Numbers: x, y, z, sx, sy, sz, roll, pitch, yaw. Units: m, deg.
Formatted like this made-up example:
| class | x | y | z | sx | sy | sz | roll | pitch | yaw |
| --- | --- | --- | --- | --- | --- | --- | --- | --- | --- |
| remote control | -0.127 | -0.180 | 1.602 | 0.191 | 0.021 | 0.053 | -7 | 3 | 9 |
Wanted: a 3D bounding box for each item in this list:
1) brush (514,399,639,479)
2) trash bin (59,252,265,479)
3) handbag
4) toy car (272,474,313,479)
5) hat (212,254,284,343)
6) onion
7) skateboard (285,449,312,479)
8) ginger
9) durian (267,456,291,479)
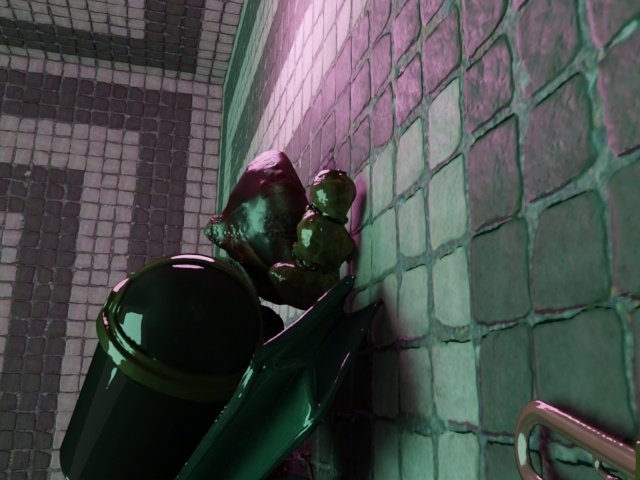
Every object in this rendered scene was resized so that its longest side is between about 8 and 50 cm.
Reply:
| class | x | y | z | sx | sy | sz | roll | pitch | yaw |
| --- | --- | --- | --- | --- | --- | --- | --- | --- | --- |
| brush | 0.158 | 0.140 | 0.298 | 0.233 | 0.047 | 0.103 | -166 | 81 | -75 |
| trash bin | -0.203 | 0.171 | 0.773 | 0.334 | 0.214 | 0.214 | -59 | 23 | 17 |
| handbag | -0.056 | 0.207 | 0.712 | 0.327 | 0.089 | 0.238 | -58 | -9 | 32 |
| toy car | -0.049 | 0.427 | 0.763 | 0.271 | 0.180 | 0.213 | 110 | 168 | -47 |
| hat | -0.128 | 0.161 | 0.944 | 0.265 | 0.128 | 0.266 | -14 | 69 | 41 |
| onion | -0.096 | -0.012 | 0.997 | 0.272 | 0.195 | 0.272 | 169 | 90 | -82 |
| skateboard | -0.054 | 0.365 | 0.947 | 0.032 | 0.083 | 0.064 | -66 | 25 | 24 |
| ginger | 0.000 | 0.000 | 0.831 | 0.080 | 0.104 | 0.204 | -86 | 17 | -85 |
| durian | -0.222 | 0.397 | 1.049 | 0.347 | 0.384 | 0.347 | -40 | 8 | 7 |
